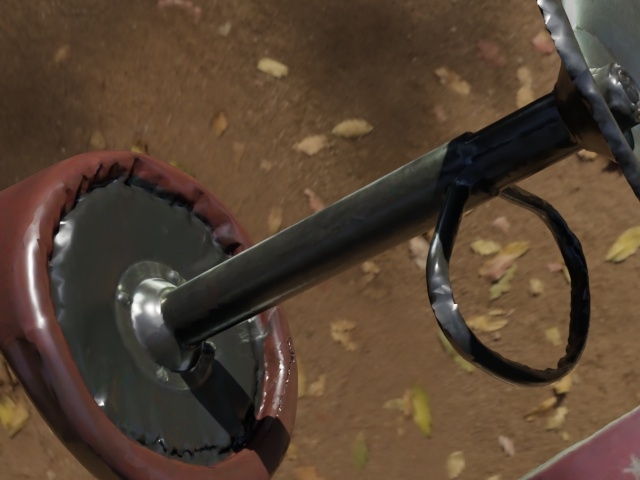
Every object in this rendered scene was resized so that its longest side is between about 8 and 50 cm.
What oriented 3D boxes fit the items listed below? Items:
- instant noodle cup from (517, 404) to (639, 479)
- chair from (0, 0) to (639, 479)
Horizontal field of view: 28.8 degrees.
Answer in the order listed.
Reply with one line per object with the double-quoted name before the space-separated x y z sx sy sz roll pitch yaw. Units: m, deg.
"instant noodle cup" 0.180 0.137 0.484 0.235 0.235 0.178 -28 74 -15
"chair" 0.000 0.000 0.640 0.226 0.401 0.226 35 42 -39
